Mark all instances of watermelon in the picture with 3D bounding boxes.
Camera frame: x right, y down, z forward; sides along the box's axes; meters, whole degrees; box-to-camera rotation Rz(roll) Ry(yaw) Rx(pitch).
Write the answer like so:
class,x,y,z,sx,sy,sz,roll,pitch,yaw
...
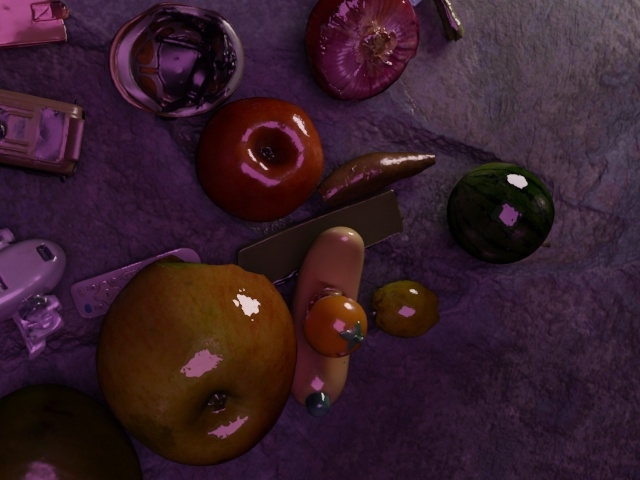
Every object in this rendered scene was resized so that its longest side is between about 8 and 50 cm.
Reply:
class,x,y,z,sx,sy,sz,roll,pitch,yaw
watermelon,0.337,-0.041,1.867,0.215,0.188,0.188,38,83,-6

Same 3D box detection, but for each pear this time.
class,x,y,z,sx,sy,sz,roll,pitch,yaw
pear,0.154,0.127,1.875,0.131,0.107,0.107,-6,94,-4

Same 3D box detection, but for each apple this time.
class,x,y,z,sx,sy,sz,roll,pitch,yaw
apple,-0.197,0.193,1.672,0.340,0.339,0.339,-1,92,-14
apple,-0.104,-0.138,1.753,0.218,0.201,0.218,1,84,-12

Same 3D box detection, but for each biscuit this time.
class,x,y,z,sx,sy,sz,roll,pitch,yaw
biscuit,0.000,0.000,1.858,0.322,0.038,0.099,-22,110,-11

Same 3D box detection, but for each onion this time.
class,x,y,z,sx,sy,sz,roll,pitch,yaw
onion,0.057,-0.360,1.811,0.230,0.163,0.230,-15,121,-27

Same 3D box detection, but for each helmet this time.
class,x,y,z,sx,sy,sz,roll,pitch,yaw
helmet,-0.238,-0.298,1.747,0.224,0.130,0.198,-3,88,1

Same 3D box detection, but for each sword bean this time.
class,x,y,z,sx,sy,sz,roll,pitch,yaw
sword bean,0.192,-0.489,1.892,0.043,0.038,0.269,-31,99,0

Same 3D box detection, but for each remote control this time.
class,x,y,z,sx,sy,sz,roll,pitch,yaw
remote control,-0.319,0.066,1.787,0.229,0.044,0.073,-19,116,-6

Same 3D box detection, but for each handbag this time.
class,x,y,z,sx,sy,sz,roll,pitch,yaw
handbag,-0.509,-0.431,1.712,0.157,0.059,0.212,-9,96,-12

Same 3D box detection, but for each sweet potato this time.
class,x,y,z,sx,sy,sz,roll,pitch,yaw
sweet potato,0.099,-0.127,1.869,0.244,0.077,0.077,-24,98,-20

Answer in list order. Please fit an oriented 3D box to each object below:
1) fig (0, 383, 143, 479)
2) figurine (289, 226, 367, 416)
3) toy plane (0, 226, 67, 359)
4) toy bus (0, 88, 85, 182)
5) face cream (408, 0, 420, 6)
class,x,y,z,sx,sy,sz,roll,pitch,yaw
fig,-0.425,0.387,1.655,0.316,0.316,0.316,-1,92,-14
figurine,0.012,0.136,1.762,0.124,0.222,0.324,9,106,-12
toy plane,-0.533,0.085,1.693,0.252,0.118,0.252,2,70,-6
toy bus,-0.523,-0.184,1.652,0.289,0.157,0.139,11,90,-25
face cream,0.263,-0.593,1.871,0.385,0.086,0.135,-42,102,-14
